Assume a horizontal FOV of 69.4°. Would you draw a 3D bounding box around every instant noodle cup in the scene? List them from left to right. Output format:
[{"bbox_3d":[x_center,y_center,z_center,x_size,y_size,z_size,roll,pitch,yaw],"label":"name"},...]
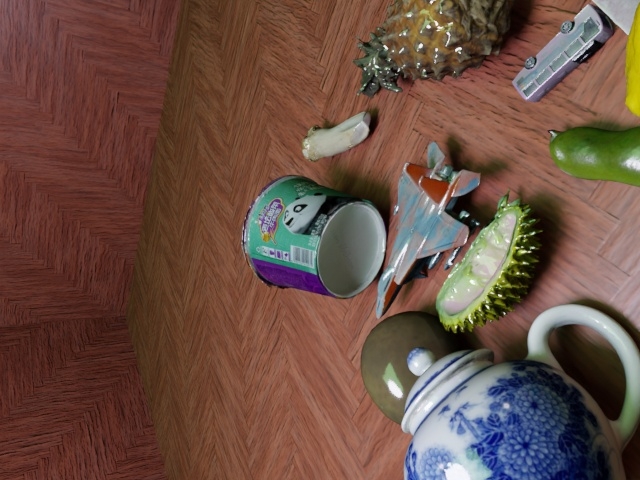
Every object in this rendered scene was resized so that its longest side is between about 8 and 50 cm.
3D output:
[{"bbox_3d":[0.000,0.000,0.926,0.190,0.251,0.250,16,103,46],"label":"instant noodle cup"}]

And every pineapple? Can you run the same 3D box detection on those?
[{"bbox_3d":[0.157,-0.340,0.779,0.361,0.175,0.174,-151,66,-68],"label":"pineapple"}]

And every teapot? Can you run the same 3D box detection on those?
[{"bbox_3d":[0.207,0.242,0.577,0.424,0.252,0.280,-42,54,2],"label":"teapot"}]

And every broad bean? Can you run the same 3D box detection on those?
[{"bbox_3d":[0.391,-0.074,0.508,0.318,0.056,0.098,43,124,44],"label":"broad bean"}]

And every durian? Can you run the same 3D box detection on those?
[{"bbox_3d":[0.256,0.047,0.658,0.137,0.096,0.220,-106,34,-66],"label":"durian"}]

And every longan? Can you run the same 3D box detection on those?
[{"bbox_3d":[0.150,0.210,0.759,0.189,0.189,0.189,-1,89,55],"label":"longan"}]

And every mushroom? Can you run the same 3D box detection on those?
[{"bbox_3d":[0.039,-0.229,1.012,0.209,0.071,0.084,-5,53,52],"label":"mushroom"}]

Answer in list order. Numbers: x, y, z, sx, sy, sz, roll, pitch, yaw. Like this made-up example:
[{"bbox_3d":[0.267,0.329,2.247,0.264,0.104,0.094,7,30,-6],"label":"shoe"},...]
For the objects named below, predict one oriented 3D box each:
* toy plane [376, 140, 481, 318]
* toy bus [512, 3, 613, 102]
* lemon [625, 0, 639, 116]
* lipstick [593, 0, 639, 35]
[{"bbox_3d":[0.165,0.007,0.788,0.223,0.105,0.326,-120,36,-52],"label":"toy plane"},{"bbox_3d":[0.323,-0.247,0.623,0.130,0.037,0.052,-47,55,45],"label":"toy bus"},{"bbox_3d":[0.392,-0.158,0.360,0.288,0.234,0.233,44,125,34],"label":"lemon"},{"bbox_3d":[0.335,-0.367,0.579,0.066,0.068,0.317,-49,51,42],"label":"lipstick"}]
